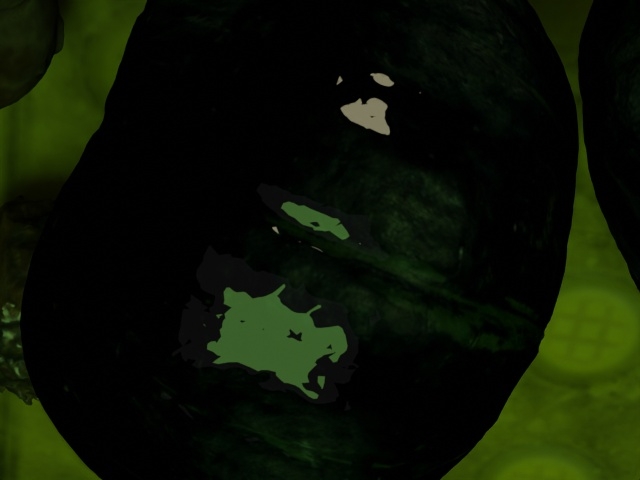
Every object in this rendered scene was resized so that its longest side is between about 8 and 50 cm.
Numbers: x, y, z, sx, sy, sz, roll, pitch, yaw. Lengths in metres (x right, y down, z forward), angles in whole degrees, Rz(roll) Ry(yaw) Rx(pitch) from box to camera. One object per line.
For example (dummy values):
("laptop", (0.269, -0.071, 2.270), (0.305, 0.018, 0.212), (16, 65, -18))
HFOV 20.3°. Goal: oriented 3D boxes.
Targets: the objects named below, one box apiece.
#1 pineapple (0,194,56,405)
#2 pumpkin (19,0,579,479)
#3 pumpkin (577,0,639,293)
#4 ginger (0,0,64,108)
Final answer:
("pineapple", (-0.076, 0.060, 1.002), (0.251, 0.125, 0.125), (17, 125, -17))
("pumpkin", (0.000, 0.000, 0.817), (0.238, 0.315, 0.315), (21, 124, -8))
("pumpkin", (0.294, -0.059, 0.767), (0.363, 0.266, 0.363), (-5, 127, -7))
("ginger", (-0.160, -0.189, 0.813), (0.244, 0.155, 0.304), (31, 130, -24))
